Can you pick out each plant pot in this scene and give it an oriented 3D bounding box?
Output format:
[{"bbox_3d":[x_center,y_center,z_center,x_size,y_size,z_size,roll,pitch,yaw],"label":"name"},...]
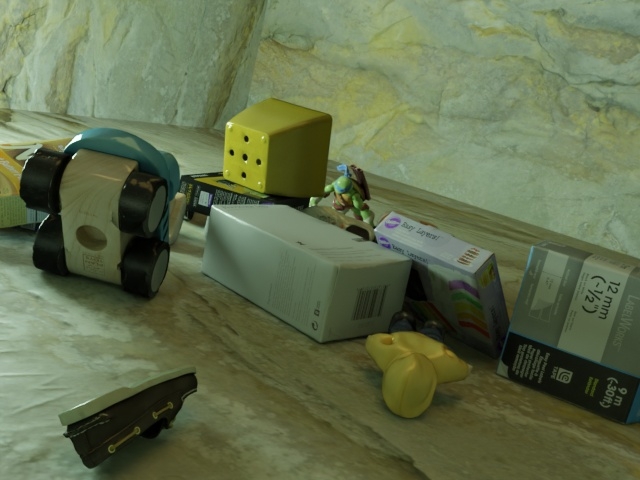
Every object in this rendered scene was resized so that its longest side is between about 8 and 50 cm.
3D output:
[{"bbox_3d":[-0.120,-0.215,1.845,0.212,0.212,0.187,22,28,34],"label":"plant pot"}]

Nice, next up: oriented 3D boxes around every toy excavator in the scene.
[{"bbox_3d":[-0.357,-0.074,1.482,0.222,0.433,0.445,14,41,4],"label":"toy excavator"}]

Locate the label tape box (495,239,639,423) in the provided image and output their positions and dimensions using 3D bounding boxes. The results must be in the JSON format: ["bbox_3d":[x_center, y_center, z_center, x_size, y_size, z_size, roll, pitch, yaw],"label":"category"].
[{"bbox_3d":[0.510,0.169,1.307,0.348,0.249,0.115,20,14,28],"label":"label tape box"}]

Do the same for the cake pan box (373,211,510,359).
[{"bbox_3d":[0.236,0.084,1.469,0.070,0.245,0.267,-40,43,-24],"label":"cake pan box"}]

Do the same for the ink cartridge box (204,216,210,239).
[{"bbox_3d":[-0.227,-0.028,1.852,0.104,0.060,0.180,10,13,-14],"label":"ink cartridge box"}]

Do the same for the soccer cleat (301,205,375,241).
[{"bbox_3d":[0.042,-0.039,1.888,0.196,0.068,0.076,16,15,0],"label":"soccer cleat"}]

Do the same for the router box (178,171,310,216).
[{"bbox_3d":[-0.184,-0.103,1.897,0.243,0.081,0.309,17,12,13],"label":"router box"}]

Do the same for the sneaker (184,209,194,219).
[{"bbox_3d":[-0.381,-0.103,2.013,0.094,0.081,0.208,5,7,-2],"label":"sneaker"}]

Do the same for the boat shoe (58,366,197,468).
[{"bbox_3d":[-0.211,0.201,0.883,0.081,0.068,0.228,-25,-7,22],"label":"boat shoe"}]

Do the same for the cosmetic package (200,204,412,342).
[{"bbox_3d":[-0.038,0.050,1.492,0.217,0.156,0.385,-3,21,-45],"label":"cosmetic package"}]

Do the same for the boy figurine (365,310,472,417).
[{"bbox_3d":[0.157,0.195,1.213,0.177,0.092,0.285,14,14,4],"label":"boy figurine"}]

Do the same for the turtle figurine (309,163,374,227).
[{"bbox_3d":[0.061,-0.072,2.242,0.198,0.274,0.266,-7,-12,12],"label":"turtle figurine"}]

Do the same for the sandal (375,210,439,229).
[{"bbox_3d":[0.278,-0.026,2.255,0.265,0.102,0.076,6,12,-36],"label":"sandal"}]

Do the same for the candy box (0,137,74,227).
[{"bbox_3d":[-0.612,-0.117,1.537,0.316,0.087,0.183,-11,45,-30],"label":"candy box"}]

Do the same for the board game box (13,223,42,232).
[{"bbox_3d":[-0.658,-0.081,1.655,0.194,0.060,0.194,13,14,1],"label":"board game box"}]

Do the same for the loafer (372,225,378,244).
[{"bbox_3d":[0.188,0.006,2.070,0.078,0.080,0.220,20,14,30],"label":"loafer"}]
